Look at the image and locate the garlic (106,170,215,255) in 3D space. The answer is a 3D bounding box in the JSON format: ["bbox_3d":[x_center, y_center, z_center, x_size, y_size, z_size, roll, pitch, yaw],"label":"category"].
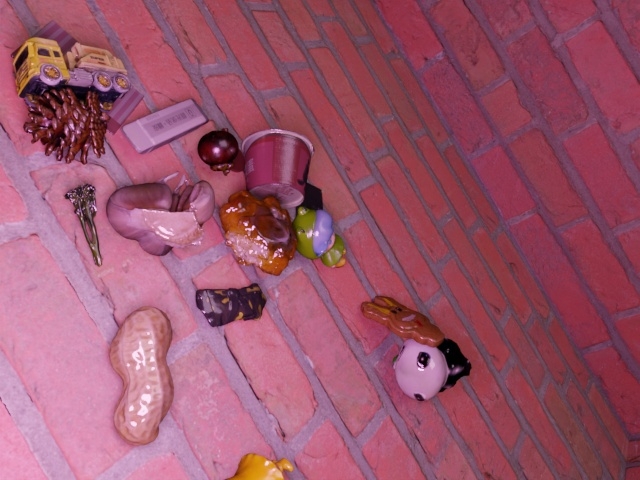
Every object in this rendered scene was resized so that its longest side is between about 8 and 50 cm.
[{"bbox_3d":[-0.382,-0.080,1.380,0.210,0.237,0.292,49,1,-28],"label":"garlic"}]

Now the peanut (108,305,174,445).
[{"bbox_3d":[-0.387,0.286,1.215,0.136,0.120,0.298,2,63,-21],"label":"peanut"}]

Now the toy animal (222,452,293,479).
[{"bbox_3d":[-0.161,0.562,1.260,0.229,0.156,0.156,-16,79,-53],"label":"toy animal"}]

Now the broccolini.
[{"bbox_3d":[-0.548,-0.034,1.317,0.074,0.058,0.201,-8,88,-36],"label":"broccolini"}]

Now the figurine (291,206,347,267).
[{"bbox_3d":[0.000,0.000,1.833,0.263,0.143,0.162,45,44,-45],"label":"figurine"}]

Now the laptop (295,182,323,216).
[{"bbox_3d":[-0.038,-0.128,1.962,0.129,0.016,0.180,23,49,-39],"label":"laptop"}]

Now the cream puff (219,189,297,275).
[{"bbox_3d":[-0.170,-0.021,1.628,0.241,0.155,0.269,-6,72,-46],"label":"cream puff"}]

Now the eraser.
[{"bbox_3d":[-0.436,-0.331,1.612,0.089,0.061,0.352,53,39,-8],"label":"eraser"}]

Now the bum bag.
[{"bbox_3d":[-0.231,0.172,1.510,0.232,0.060,0.107,-1,76,-46],"label":"bum bag"}]

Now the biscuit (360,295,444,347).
[{"bbox_3d":[0.280,0.265,1.888,0.295,0.044,0.186,25,27,29],"label":"biscuit"}]

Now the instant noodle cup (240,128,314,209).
[{"bbox_3d":[-0.137,-0.213,1.751,0.234,0.234,0.179,21,61,-39],"label":"instant noodle cup"}]

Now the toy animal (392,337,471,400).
[{"bbox_3d":[0.349,0.424,1.891,0.266,0.212,0.213,1,65,-45],"label":"toy animal"}]

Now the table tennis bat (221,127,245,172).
[{"bbox_3d":[-0.285,-0.287,1.788,0.098,0.019,0.155,-3,71,-49],"label":"table tennis bat"}]

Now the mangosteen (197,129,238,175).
[{"bbox_3d":[-0.302,-0.260,1.679,0.140,0.140,0.140,27,48,-35],"label":"mangosteen"}]

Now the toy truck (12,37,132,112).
[{"bbox_3d":[-0.617,-0.422,1.405,0.272,0.124,0.157,-9,74,-51],"label":"toy truck"}]

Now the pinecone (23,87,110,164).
[{"bbox_3d":[-0.589,-0.267,1.319,0.195,0.150,0.179,-11,92,-50],"label":"pinecone"}]

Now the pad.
[{"bbox_3d":[-0.635,-0.436,1.502,0.299,0.005,0.202,40,42,-23],"label":"pad"}]
